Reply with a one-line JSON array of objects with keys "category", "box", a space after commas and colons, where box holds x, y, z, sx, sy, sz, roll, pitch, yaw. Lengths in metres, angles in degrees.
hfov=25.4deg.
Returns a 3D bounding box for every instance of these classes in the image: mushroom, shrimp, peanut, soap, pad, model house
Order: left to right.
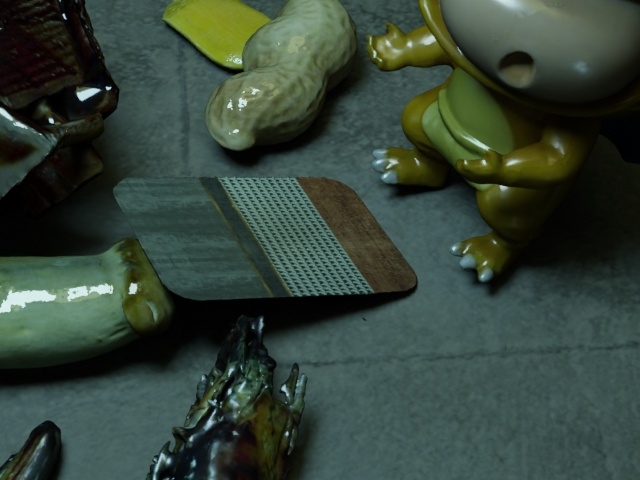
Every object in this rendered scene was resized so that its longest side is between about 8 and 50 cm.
[{"category": "model house", "box": [-0.349, -0.114, 1.275, 0.297, 0.317, 0.282, 45, 27, -5]}, {"category": "mushroom", "box": [-0.285, 0.059, 1.159, 0.333, 0.087, 0.107, -5, 28, -4]}, {"category": "shrimp", "box": [-0.149, 0.186, 1.051, 0.233, 0.071, 0.365, 8, 49, 14]}, {"category": "soap", "box": [-0.110, -0.229, 1.503, 0.168, 0.033, 0.089, 34, 50, 30]}, {"category": "peanut", "box": [-0.035, -0.163, 1.400, 0.104, 0.085, 0.228, 22, 50, 9]}, {"category": "pad", "box": [-0.004, 0.023, 1.171, 0.250, 0.055, 0.323, -1, 21, -33]}]

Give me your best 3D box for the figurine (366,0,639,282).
[{"category": "figurine", "box": [0.191, -0.187, 1.228, 0.268, 0.387, 0.401, 4, 38, -19]}]
